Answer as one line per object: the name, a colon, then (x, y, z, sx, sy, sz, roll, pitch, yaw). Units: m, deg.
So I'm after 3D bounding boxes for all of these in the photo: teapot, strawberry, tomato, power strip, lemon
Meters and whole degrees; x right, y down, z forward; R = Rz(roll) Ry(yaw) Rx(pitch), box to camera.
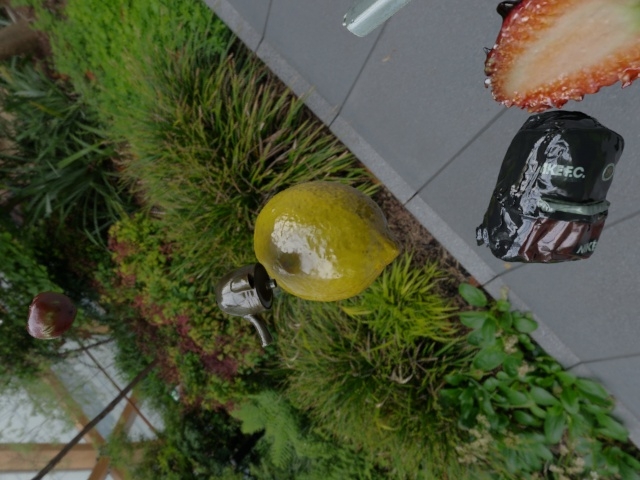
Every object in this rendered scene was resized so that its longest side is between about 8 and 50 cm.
teapot: (-0.094, 0.085, 0.534, 0.085, 0.080, 0.111, 43, -147, -71)
strawberry: (0.400, -0.344, 0.657, 0.233, 0.138, 0.306, 43, 162, -17)
tomato: (-0.488, 0.137, 0.747, 0.075, 0.088, 0.087, 14, 168, -31)
power strip: (0.129, -0.339, 0.497, 0.252, 0.060, 0.027, -23, 137, 39)
lemon: (0.000, 0.000, 0.638, 0.256, 0.188, 0.189, 6, 132, 30)

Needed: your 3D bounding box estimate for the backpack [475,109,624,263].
backpack: (0.248, -0.050, 0.440, 0.106, 0.119, 0.165, -107, 14, -55)
